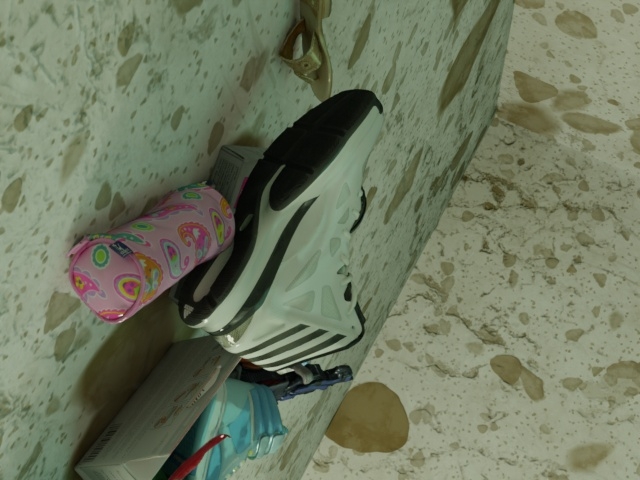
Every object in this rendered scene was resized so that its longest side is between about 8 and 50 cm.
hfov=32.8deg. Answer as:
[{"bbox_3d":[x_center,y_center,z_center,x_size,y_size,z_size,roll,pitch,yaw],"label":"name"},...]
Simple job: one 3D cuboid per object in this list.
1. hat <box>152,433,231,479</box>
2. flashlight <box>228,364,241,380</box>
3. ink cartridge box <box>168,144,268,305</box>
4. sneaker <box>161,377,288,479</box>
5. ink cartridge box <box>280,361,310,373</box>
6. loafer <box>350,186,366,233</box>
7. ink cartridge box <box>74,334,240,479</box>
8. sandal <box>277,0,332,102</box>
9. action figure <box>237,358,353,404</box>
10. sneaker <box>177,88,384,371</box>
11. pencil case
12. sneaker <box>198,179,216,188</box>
[{"bbox_3d":[-0.284,0.378,1.728,0.208,0.173,0.184,-45,162,-40],"label":"hat"},{"bbox_3d":[-0.224,0.360,2.049,0.103,0.103,0.304,0,114,-31],"label":"flashlight"},{"bbox_3d":[-0.119,-0.019,1.814,0.239,0.060,0.275,-3,119,-56],"label":"ink cartridge box"},{"bbox_3d":[-0.165,0.395,1.944,0.208,0.127,0.319,11,101,-36],"label":"sneaker"},{"bbox_3d":[-0.088,0.223,2.330,0.092,0.143,0.090,92,9,-59],"label":"ink cartridge box"},{"bbox_3d":[0.026,-0.052,2.355,0.267,0.096,0.084,-51,155,-39],"label":"loafer"},{"bbox_3d":[-0.219,0.262,1.721,0.261,0.066,0.296,-17,-153,44],"label":"ink cartridge box"},{"bbox_3d":[-0.034,-0.317,1.743,0.079,0.088,0.240,-22,139,-22],"label":"sandal"},{"bbox_3d":[-0.091,0.221,2.189,0.341,0.178,0.330,-5,134,-34],"label":"action figure"},{"bbox_3d":[-0.001,0.000,1.677,0.257,0.169,0.448,40,80,-31],"label":"sneaker"},{"bbox_3d":[-0.223,0.009,1.470,0.284,0.124,0.124,-38,150,-61],"label":"pencil case"},{"bbox_3d":[-0.186,-0.026,1.667,0.135,0.058,0.052,-65,166,-1],"label":"sneaker"}]
